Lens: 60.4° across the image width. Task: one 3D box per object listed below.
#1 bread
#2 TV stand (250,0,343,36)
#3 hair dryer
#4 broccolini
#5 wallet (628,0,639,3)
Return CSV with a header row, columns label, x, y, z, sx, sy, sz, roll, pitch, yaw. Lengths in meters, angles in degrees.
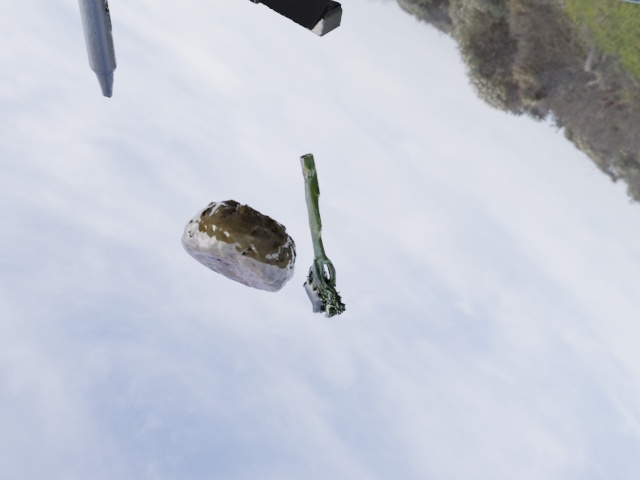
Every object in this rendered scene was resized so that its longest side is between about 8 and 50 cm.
label,x,y,z,sx,sy,sz,roll,pitch,yaw
bread,-0.146,0.008,1.046,0.230,0.230,0.122,29,-111,-14
TV stand,-0.084,-0.376,0.808,0.256,0.040,0.049,35,-126,17
hair dryer,-0.241,-0.227,0.569,0.050,0.194,0.173,12,-146,1
broccolini,0.002,-0.003,0.785,0.071,0.254,0.057,2,-154,11
wallet,0.270,-0.382,0.622,0.046,0.190,0.379,-29,-138,-25
